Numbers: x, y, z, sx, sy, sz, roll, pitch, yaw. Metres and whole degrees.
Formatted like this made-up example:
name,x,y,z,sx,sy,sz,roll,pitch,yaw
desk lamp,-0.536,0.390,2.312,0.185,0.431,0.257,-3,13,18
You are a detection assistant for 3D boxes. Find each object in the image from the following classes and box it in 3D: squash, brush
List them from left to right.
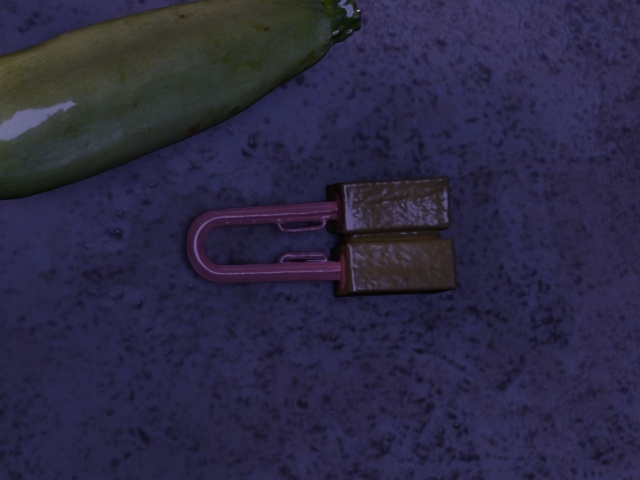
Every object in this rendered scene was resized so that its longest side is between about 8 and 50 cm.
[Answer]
name,x,y,z,sx,sy,sz,roll,pitch,yaw
squash,-0.139,-0.131,1.226,0.371,0.118,0.118,-24,95,-23
brush,0.000,0.000,1.301,0.233,0.047,0.103,-3,88,-19
